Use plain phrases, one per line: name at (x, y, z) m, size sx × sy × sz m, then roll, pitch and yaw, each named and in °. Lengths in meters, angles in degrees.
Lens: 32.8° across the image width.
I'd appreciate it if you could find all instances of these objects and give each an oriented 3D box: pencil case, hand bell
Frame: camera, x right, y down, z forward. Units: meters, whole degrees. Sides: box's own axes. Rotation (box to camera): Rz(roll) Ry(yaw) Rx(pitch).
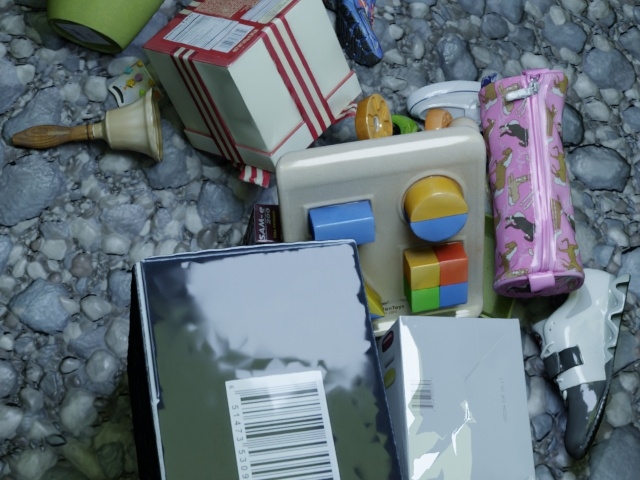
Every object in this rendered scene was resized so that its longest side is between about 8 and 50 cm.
pencil case at (0.351, -0.092, 1.814) m, size 0.167 × 0.160 × 0.386 m, roll 15°, pitch 68°, yaw -46°
hand bell at (-0.392, -0.182, 1.814) m, size 0.241 × 0.126 × 0.126 m, roll -5°, pitch 69°, yaw -2°

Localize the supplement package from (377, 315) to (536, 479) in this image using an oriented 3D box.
supplement package at (0.207, 0.266, 1.717) m, size 0.203 × 0.145 × 0.262 m, roll 3°, pitch 67°, yaw -11°

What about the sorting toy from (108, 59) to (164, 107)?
sorting toy at (-0.327, -0.267, 1.889) m, size 0.075 × 0.045 × 0.083 m, roll -33°, pitch 77°, yaw -2°

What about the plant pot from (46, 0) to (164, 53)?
plant pot at (-0.355, -0.482, 1.869) m, size 0.274 × 0.275 × 0.294 m, roll 18°, pitch 82°, yaw -4°

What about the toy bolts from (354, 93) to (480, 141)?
toy bolts at (0.169, -0.137, 1.830) m, size 0.158 × 0.218 × 0.229 m, roll -5°, pitch 70°, yaw 28°

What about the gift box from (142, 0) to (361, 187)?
gift box at (-0.098, -0.256, 1.781) m, size 0.255 × 0.258 × 0.276 m, roll -44°, pitch 44°, yaw -20°

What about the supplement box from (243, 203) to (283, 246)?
supplement box at (0.000, 0.000, 1.793) m, size 0.239 × 0.130 × 0.073 m, roll 1°, pitch 66°, yaw -12°

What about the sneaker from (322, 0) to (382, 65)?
sneaker at (0.071, -0.425, 2.012) m, size 0.087 × 0.083 × 0.221 m, roll -15°, pitch 74°, yaw -23°

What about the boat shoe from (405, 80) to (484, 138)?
boat shoe at (0.287, -0.224, 1.969) m, size 0.267 × 0.096 × 0.088 m, roll 3°, pitch 63°, yaw -19°

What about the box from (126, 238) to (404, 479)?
box at (-0.091, 0.311, 1.458) m, size 0.297 × 0.472 × 0.480 m, roll -5°, pitch 69°, yaw -15°

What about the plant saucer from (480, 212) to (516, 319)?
plant saucer at (0.254, 0.039, 1.876) m, size 0.188 × 0.045 × 0.188 m, roll 23°, pitch 65°, yaw -2°

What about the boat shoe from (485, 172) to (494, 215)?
boat shoe at (0.281, -0.103, 1.940) m, size 0.045 × 0.050 × 0.135 m, roll -8°, pitch 80°, yaw -18°

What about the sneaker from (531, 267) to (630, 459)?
sneaker at (0.419, 0.200, 1.819) m, size 0.146 × 0.122 × 0.331 m, roll 11°, pitch 66°, yaw 12°

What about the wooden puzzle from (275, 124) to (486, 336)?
wooden puzzle at (0.105, 0.011, 1.694) m, size 0.322 × 0.348 × 0.080 m, roll -9°, pitch 32°, yaw -5°
